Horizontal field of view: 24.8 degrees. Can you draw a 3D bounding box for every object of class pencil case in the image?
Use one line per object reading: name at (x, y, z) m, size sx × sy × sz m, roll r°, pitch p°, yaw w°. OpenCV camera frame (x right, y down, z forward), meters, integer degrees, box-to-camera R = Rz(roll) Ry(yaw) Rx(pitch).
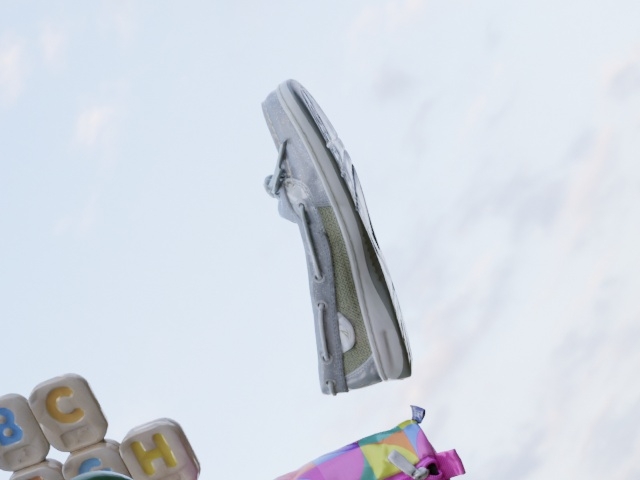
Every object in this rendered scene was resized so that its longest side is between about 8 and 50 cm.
pencil case at (0.003, 0.230, 1.244) m, size 0.236 × 0.104 × 0.104 m, roll -22°, pitch -34°, yaw -10°

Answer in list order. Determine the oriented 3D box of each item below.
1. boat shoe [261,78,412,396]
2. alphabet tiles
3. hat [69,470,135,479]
boat shoe at (0.001, 0.000, 1.434) m, size 0.118 × 0.103 × 0.320 m, roll -83°, pitch -26°, yaw -73°
alphabet tiles at (-0.230, 0.261, 1.308) m, size 0.021 × 0.284 × 0.278 m, roll -81°, pitch -31°, yaw -69°
hat at (-0.182, 0.268, 0.902) m, size 0.184 × 0.208 × 0.173 m, roll -23°, pitch -27°, yaw 26°
